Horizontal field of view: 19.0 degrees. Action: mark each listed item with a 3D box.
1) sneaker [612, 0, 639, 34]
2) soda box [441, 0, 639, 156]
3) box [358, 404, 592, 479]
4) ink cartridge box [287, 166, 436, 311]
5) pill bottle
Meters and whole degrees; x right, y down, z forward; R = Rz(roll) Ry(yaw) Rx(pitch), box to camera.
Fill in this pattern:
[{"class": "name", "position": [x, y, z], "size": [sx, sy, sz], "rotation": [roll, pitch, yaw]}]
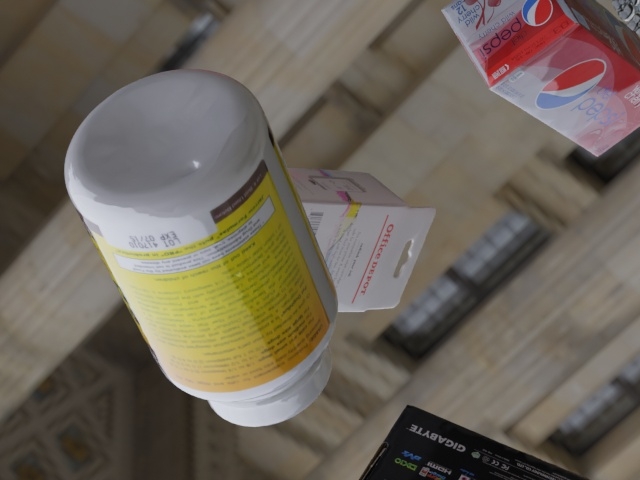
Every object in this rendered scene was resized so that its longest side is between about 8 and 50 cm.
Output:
[{"class": "sneaker", "position": [0.243, -0.212, 1.389], "size": [0.073, 0.063, 0.162], "rotation": [-6, -126, -20]}, {"class": "soda box", "position": [0.202, -0.150, 1.581], "size": [0.263, 0.092, 0.083], "rotation": [20, -142, -61]}, {"class": "box", "position": [0.137, 0.299, 1.540], "size": [0.295, 0.073, 0.293], "rotation": [22, -133, 15]}, {"class": "ink cartridge box", "position": [0.000, 0.000, 1.716], "size": [0.198, 0.115, 0.067], "rotation": [3, -152, -42]}, {"class": "pill bottle", "position": [-0.060, 0.012, 1.110], "size": [0.117, 0.117, 0.215], "rotation": [-107, -3, -46]}]
